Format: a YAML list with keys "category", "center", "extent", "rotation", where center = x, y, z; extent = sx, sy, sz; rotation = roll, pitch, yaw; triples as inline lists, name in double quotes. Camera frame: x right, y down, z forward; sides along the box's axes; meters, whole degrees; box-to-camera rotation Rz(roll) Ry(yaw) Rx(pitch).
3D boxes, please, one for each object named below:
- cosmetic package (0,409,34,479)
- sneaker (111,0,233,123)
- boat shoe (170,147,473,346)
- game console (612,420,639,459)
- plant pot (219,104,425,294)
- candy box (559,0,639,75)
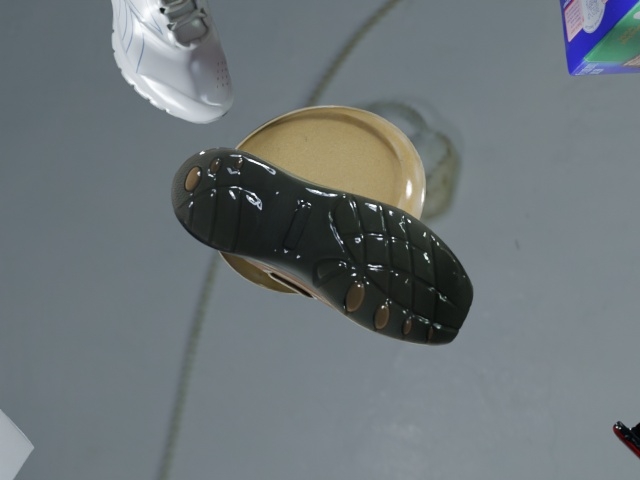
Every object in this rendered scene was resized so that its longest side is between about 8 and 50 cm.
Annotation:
- category: "cosmetic package"
  center: [-0.374, 0.246, 1.390]
  extent: [0.127, 0.107, 0.238]
  rotation: [-23, 22, 35]
- category: "sneaker"
  center: [-0.175, -0.264, 1.667]
  extent: [0.111, 0.129, 0.297]
  rotation: [-30, 94, -27]
- category: "boat shoe"
  center: [0.000, 0.000, 1.557]
  extent: [0.324, 0.120, 0.122]
  rotation: [29, 85, -10]
- category: "game console"
  center: [0.344, 0.196, 1.380]
  extent: [0.085, 0.124, 0.144]
  rotation: [-46, 66, 1]
- category: "plant pot"
  center: [-0.005, -0.047, 1.659]
  extent: [0.236, 0.236, 0.032]
  rotation: [-23, 37, 2]
- category: "candy box"
  center: [0.413, -0.247, 1.446]
  extent: [0.317, 0.268, 0.122]
  rotation: [-4, 79, -9]
